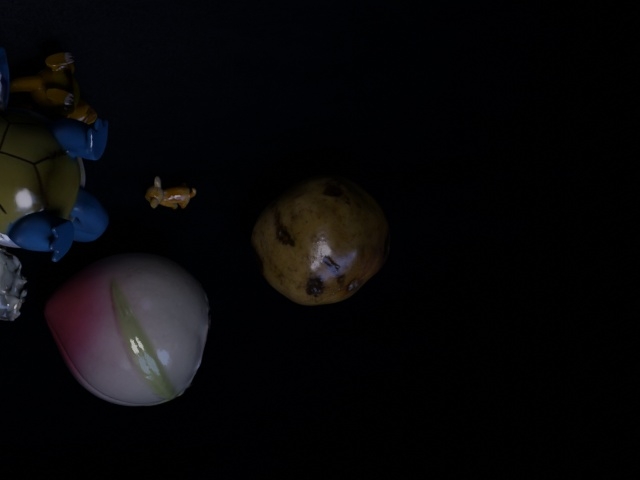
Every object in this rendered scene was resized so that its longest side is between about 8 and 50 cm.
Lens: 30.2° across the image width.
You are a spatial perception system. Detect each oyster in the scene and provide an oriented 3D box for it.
[{"bbox_3d":[-0.623,0.067,2.006,0.238,0.114,0.351,-14,141,-19],"label":"oyster"}]

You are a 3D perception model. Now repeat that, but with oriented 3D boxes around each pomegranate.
[{"bbox_3d":[0.000,0.000,2.407,0.281,0.281,0.281,-26,150,-16],"label":"pomegranate"}]

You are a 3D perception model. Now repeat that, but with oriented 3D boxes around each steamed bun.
[{"bbox_3d":[-0.381,0.159,2.231,0.309,0.309,0.309,-26,150,-16],"label":"steamed bun"}]

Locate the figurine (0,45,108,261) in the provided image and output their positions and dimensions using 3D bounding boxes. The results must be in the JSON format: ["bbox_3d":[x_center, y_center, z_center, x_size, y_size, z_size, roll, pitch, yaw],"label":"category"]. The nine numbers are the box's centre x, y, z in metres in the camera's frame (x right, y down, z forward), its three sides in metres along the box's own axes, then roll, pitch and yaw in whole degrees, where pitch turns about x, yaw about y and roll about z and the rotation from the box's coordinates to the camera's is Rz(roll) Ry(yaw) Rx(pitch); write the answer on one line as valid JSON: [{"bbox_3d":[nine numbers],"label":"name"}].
[{"bbox_3d":[-0.452,-0.109,1.718,0.416,0.243,0.297,27,75,-35],"label":"figurine"}]

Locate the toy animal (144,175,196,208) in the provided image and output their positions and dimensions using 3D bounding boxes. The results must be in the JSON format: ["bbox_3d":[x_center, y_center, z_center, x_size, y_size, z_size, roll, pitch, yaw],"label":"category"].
[{"bbox_3d":[-0.281,-0.085,2.189,0.081,0.060,0.083,-5,169,33],"label":"toy animal"}]

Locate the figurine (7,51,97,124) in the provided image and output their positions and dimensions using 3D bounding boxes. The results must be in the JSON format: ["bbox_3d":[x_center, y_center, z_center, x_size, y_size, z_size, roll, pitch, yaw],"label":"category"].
[{"bbox_3d":[-0.420,-0.211,1.833,0.122,0.121,0.176,-8,160,1],"label":"figurine"}]
